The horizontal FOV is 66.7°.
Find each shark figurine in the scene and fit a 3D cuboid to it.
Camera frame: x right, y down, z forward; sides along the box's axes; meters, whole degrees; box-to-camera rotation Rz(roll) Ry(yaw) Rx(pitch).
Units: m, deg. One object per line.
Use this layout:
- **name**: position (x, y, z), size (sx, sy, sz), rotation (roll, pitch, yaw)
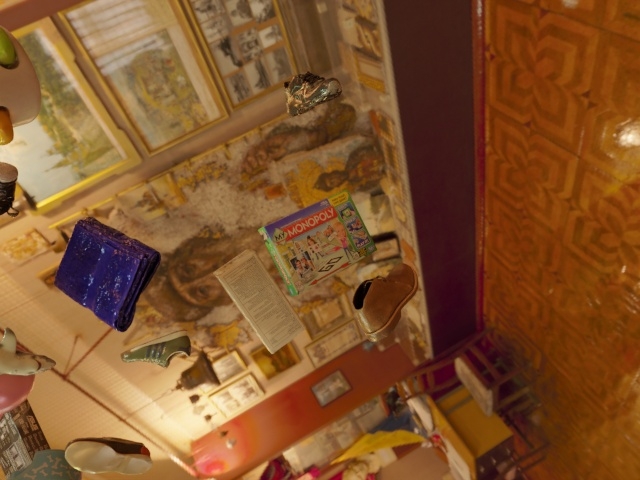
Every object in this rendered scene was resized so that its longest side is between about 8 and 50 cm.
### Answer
- **shark figurine**: position (-0.783, 0.226, 1.150), size (0.116, 0.166, 0.278), rotation (2, 122, 63)

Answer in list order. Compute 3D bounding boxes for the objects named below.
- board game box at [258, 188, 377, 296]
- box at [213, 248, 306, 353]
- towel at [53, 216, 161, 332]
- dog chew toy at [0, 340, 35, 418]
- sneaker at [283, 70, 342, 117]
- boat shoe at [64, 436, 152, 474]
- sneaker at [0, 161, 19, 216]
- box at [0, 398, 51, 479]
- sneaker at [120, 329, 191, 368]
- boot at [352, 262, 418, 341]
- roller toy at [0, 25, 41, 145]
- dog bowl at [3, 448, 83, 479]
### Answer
- **board game box**: position (0.000, 0.000, 1.432), size (0.046, 0.317, 0.213), rotation (-24, 93, 58)
- **box**: position (-0.196, 0.195, 1.577), size (0.311, 0.148, 0.121), rotation (59, 164, -13)
- **towel**: position (-0.579, 0.078, 1.285), size (0.308, 0.227, 0.076), rotation (23, 176, 30)
- **dog chew toy**: position (-0.944, 0.435, 1.319), size (0.207, 0.331, 0.206), rotation (41, 179, 1)
- **sneaker**: position (-0.037, -0.416, 1.346), size (0.267, 0.101, 0.106), rotation (3, 114, 61)
- **boat shoe**: position (-0.313, 0.312, 0.720), size (0.137, 0.049, 0.043), rotation (34, -177, -41)
- **sneaker**: position (-0.858, -0.108, 1.141), size (0.101, 0.269, 0.152), rotation (-123, 37, -60)
- **box**: position (-1.068, 0.750, 1.737), size (0.307, 0.242, 0.077), rotation (56, -150, 13)
- **sneaker**: position (-0.457, 0.323, 1.368), size (0.064, 0.192, 0.086), rotation (113, 136, -73)
- **boot**: position (0.175, 0.127, 1.295), size (0.115, 0.112, 0.305), rotation (55, -144, -11)
- **roller toy**: position (-0.636, -0.292, 0.898), size (0.191, 0.146, 0.209), rotation (19, 127, 27)
- **dog bowl**: position (-0.609, 0.507, 0.929), size (0.074, 0.298, 0.165), rotation (35, 116, 48)
